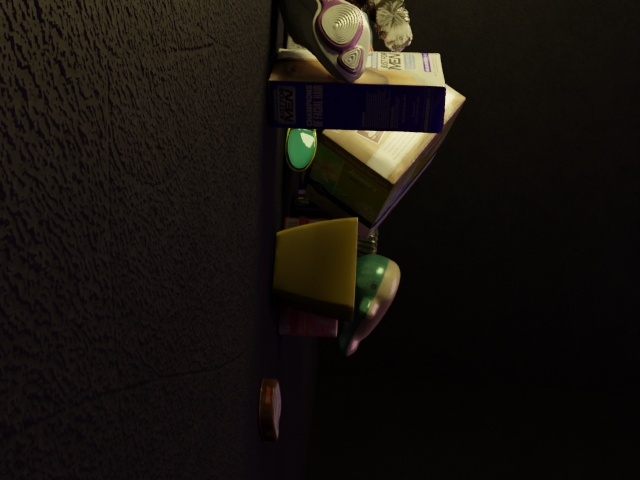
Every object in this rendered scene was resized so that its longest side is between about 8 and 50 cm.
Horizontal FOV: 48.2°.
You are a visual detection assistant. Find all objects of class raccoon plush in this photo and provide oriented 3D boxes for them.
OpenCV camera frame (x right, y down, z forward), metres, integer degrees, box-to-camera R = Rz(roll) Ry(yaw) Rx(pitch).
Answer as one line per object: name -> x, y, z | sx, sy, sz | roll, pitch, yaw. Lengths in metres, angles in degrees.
raccoon plush -> 0.076, -0.676, 1.917 | 0.299, 0.216, 0.446 | -58, 129, -84

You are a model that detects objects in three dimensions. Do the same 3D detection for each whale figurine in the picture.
whale figurine -> 0.098, 0.160, 1.853 | 0.272, 0.141, 0.216 | -62, -179, 8

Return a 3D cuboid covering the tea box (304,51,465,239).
tea box -> 0.155, -0.235, 1.833 | 0.329, 0.220, 0.323 | -50, 170, -23

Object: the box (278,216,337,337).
box -> -0.022, 0.096, 1.860 | 0.142, 0.154, 0.300 | 63, 29, -85

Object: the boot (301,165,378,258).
boot -> 0.061, -0.063, 2.325 | 0.131, 0.260, 0.348 | -58, 151, -85

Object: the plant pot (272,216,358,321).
plant pot -> -0.011, 0.070, 1.669 | 0.212, 0.187, 0.212 | 82, 11, -76

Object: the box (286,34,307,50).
box -> -0.030, -0.517, 1.615 | 0.063, 0.067, 0.324 | -31, 130, -83

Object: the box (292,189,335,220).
box -> 0.000, 0.000, 2.095 | 0.143, 0.165, 0.270 | -82, 174, -68

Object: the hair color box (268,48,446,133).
hair color box -> 0.074, -0.303, 1.437 | 0.185, 0.338, 0.110 | -83, 173, -56

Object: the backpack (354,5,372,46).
backpack -> 0.061, -0.621, 2.319 | 0.355, 0.273, 0.290 | -150, -125, -78

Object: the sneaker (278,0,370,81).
sneaker -> 0.004, -0.417, 1.400 | 0.152, 0.114, 0.305 | 106, -38, -62

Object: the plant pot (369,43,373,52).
plant pot -> 0.035, -0.459, 1.746 | 0.191, 0.174, 0.191 | -20, 90, -78

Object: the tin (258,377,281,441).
tin -> -0.108, 0.364, 1.538 | 0.190, 0.040, 0.106 | 89, 1, -57

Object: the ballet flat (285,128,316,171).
ballet flat -> -0.051, -0.271, 1.770 | 0.077, 0.077, 0.231 | 135, -42, -71

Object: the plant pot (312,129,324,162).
plant pot -> -0.018, -0.291, 2.161 | 0.134, 0.095, 0.134 | 3, 90, -88
